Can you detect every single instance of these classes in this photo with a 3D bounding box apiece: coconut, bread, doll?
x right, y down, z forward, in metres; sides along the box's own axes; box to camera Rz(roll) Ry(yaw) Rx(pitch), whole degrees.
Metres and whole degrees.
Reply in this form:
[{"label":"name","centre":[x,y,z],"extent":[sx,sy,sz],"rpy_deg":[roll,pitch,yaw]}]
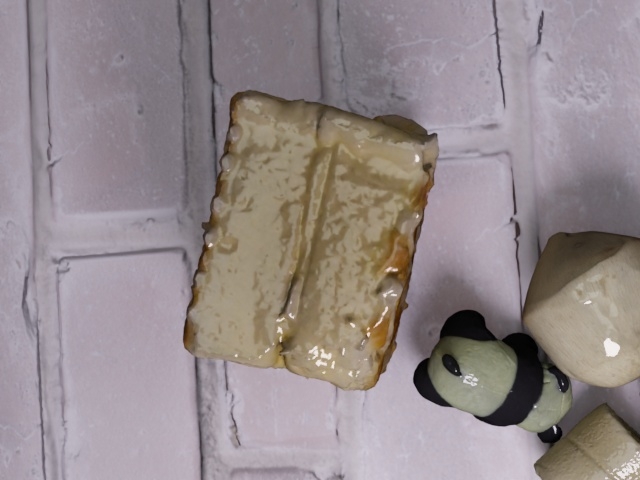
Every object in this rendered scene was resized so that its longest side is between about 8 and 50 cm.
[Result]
[{"label":"coconut","centre":[0.383,0.083,1.505],"extent":[0.224,0.224,0.224],"rpy_deg":[-1,87,15]},{"label":"bread","centre":[0.391,0.322,1.515],"extent":[0.141,0.134,0.148],"rpy_deg":[-44,110,10]},{"label":"doll","centre":[0.247,0.198,1.554],"extent":[0.234,0.135,0.143],"rpy_deg":[25,99,-21]},{"label":"bread","centre":[0.000,0.000,1.523],"extent":[0.279,0.390,0.371],"rpy_deg":[14,89,7]}]
